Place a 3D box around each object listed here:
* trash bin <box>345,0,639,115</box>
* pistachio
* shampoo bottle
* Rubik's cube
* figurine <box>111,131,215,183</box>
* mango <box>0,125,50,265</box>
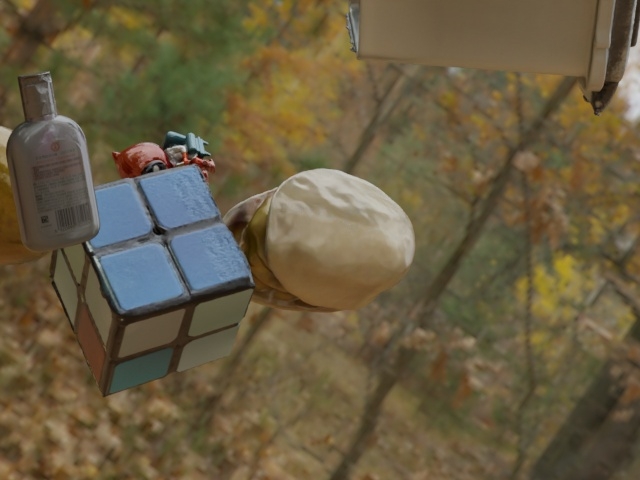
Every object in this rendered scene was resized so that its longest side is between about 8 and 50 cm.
[{"bbox_3d":[0.219,-0.326,1.889,0.367,0.296,0.256,-2,36,-4],"label":"trash bin"},{"bbox_3d":[0.000,0.000,1.882,0.187,0.187,0.299,35,19,36],"label":"pistachio"},{"bbox_3d":[-0.255,-0.075,1.368,0.080,0.165,0.040,-16,15,-30],"label":"shampoo bottle"},{"bbox_3d":[-0.195,0.044,1.653,0.183,0.167,0.180,63,-27,24],"label":"Rubik's cube"},{"bbox_3d":[-0.226,-0.112,2.075,0.140,0.068,0.075,-2,53,-23],"label":"figurine"},{"bbox_3d":[-0.476,-0.056,1.944,0.317,0.211,0.173,3,4,22],"label":"mango"}]
